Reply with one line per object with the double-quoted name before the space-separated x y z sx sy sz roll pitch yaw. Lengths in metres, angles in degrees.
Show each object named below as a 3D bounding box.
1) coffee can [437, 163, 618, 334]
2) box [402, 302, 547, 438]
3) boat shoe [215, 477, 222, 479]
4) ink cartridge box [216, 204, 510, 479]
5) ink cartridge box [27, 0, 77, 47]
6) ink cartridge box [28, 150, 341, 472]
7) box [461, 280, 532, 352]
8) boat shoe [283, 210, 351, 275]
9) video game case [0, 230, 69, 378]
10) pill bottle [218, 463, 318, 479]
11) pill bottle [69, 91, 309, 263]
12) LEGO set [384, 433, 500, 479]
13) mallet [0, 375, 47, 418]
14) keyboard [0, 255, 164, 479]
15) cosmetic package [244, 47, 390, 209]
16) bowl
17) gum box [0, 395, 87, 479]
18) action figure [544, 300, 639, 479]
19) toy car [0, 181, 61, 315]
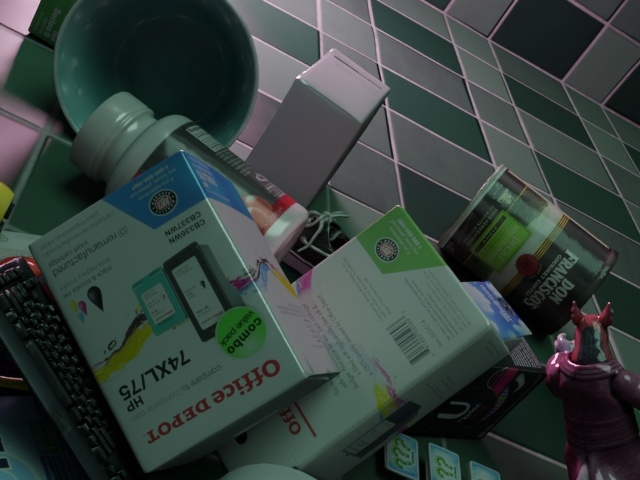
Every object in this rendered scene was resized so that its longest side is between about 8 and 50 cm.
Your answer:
"coffee can" 0.390 0.017 1.809 0.275 0.201 0.201 39 29 7
"box" 0.160 0.177 1.365 0.270 0.165 0.143 11 38 -36
"boat shoe" -0.019 0.342 1.019 0.258 0.084 0.095 42 30 11
"ink cartridge box" 0.025 0.151 1.173 0.207 0.353 0.119 56 4 31
"ink cartridge box" -0.333 -0.369 1.693 0.289 0.121 0.211 32 29 -7
"ink cartridge box" -0.139 0.081 1.039 0.270 0.198 0.197 59 5 11
"box" 0.198 0.107 1.291 0.178 0.042 0.109 0 46 -46
"boat shoe" -0.002 0.001 1.516 0.306 0.105 0.113 42 30 12
"video game case" -0.341 0.073 1.118 0.232 0.042 0.210 9 39 -40
"pill bottle" -0.095 0.360 0.786 0.210 0.210 0.363 37 28 2
"pill bottle" -0.189 -0.065 1.344 0.318 0.176 0.176 38 29 4
"LEGO set" 0.168 0.344 1.210 0.182 0.060 0.244 25 31 -11
"mallet" -0.340 0.144 0.948 0.190 0.039 0.062 9 31 -32
"keyboard" -0.235 0.156 0.986 0.317 0.033 0.201 60 7 -6
"cosmetic package" -0.010 -0.186 1.659 0.138 0.224 0.224 36 29 1
"bowl" -0.247 -0.267 1.504 0.311 0.311 0.163 32 10 -6
"gum box" -0.324 0.223 0.917 0.184 0.041 0.157 7 39 -42
"action figure" 0.383 0.265 1.347 0.276 0.248 0.370 -23 104 -37
"toy car" -0.412 -0.002 1.053 0.225 0.053 0.239 4 41 -44
